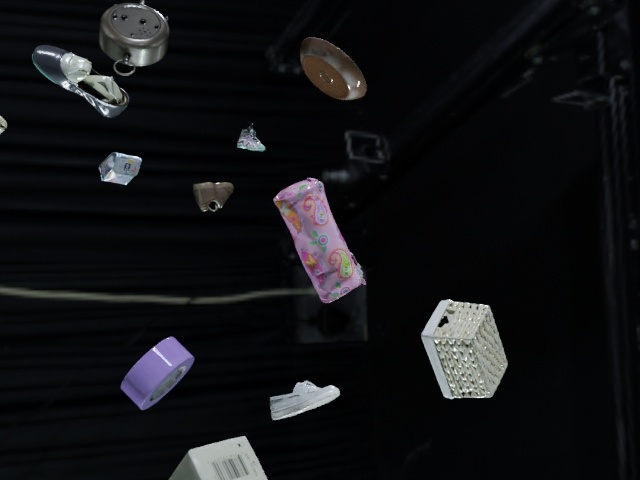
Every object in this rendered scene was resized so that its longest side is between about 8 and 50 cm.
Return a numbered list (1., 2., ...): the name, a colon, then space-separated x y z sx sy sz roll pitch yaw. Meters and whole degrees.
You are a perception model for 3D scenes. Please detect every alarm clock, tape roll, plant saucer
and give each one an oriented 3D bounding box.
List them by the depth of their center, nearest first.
1. alarm clock: -0.353 -0.378 1.751 0.064 0.129 0.192 113 -16 -52
2. plant saucer: 0.021 -0.405 2.257 0.036 0.198 0.198 -52 -159 -19
3. tape roll: -0.422 0.344 2.420 0.080 0.189 0.189 44 -44 10

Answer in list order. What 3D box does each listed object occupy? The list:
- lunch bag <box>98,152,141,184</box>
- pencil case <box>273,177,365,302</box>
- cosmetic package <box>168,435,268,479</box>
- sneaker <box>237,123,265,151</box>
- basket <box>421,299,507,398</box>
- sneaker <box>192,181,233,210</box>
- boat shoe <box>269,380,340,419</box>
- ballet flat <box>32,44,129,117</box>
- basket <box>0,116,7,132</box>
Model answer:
1. lunch bag: -0.475 -0.173 2.217 0.083 0.071 0.053 -39 -122 33
2. pencil case: 0.000 0.000 2.137 0.124 0.124 0.284 0 -62 62
3. cosmetic package: -0.252 0.565 2.017 0.129 0.153 0.296 58 -45 27
4. sneaker: -0.178 -0.270 2.424 0.098 0.038 0.069 15 -83 41
5. basket: 0.278 0.209 1.776 0.103 0.113 0.167 -1 -54 35
6. sneaker: -0.273 -0.109 2.363 0.066 0.188 0.071 -6 -89 19
7. boat shoe: -0.039 0.344 2.062 0.184 0.066 0.063 -28 -108 37
8. ballet flat: -0.427 -0.296 1.701 0.074 0.203 0.074 -21 -128 28
9. basket: -0.993 -0.335 2.259 0.266 0.331 0.328 -44 -129 -8
